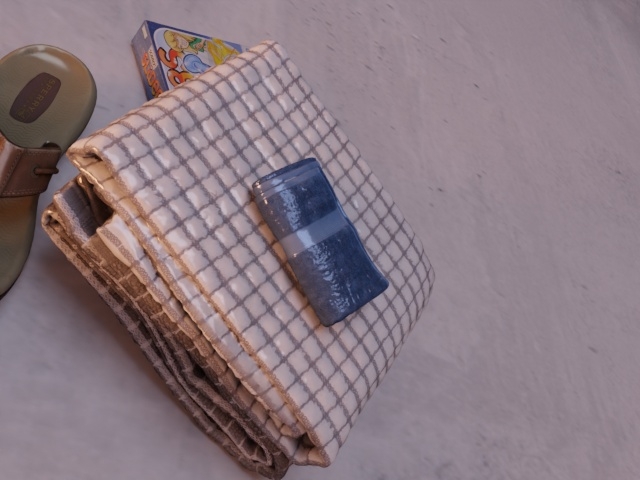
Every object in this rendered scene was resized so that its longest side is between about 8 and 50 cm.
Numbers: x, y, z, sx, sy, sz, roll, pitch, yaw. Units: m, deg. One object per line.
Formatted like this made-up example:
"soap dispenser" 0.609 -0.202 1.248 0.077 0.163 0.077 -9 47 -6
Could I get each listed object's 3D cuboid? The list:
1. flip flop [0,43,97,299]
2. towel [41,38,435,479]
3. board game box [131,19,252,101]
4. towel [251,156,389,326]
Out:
"flip flop" -0.234 -0.069 0.549 0.112 0.080 0.277 32 43 -19
"towel" -0.054 0.010 0.596 0.283 0.121 0.235 53 45 -10
"board game box" -0.104 -0.125 0.753 0.136 0.035 0.201 2 58 -42
"towel" 0.000 0.000 0.542 0.067 0.029 0.119 -28 91 -44
